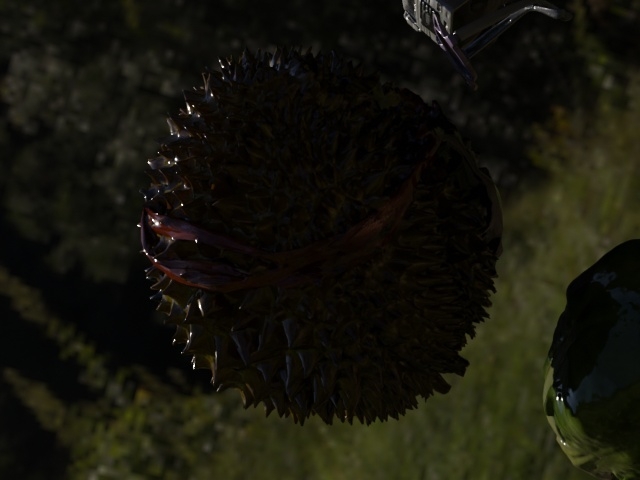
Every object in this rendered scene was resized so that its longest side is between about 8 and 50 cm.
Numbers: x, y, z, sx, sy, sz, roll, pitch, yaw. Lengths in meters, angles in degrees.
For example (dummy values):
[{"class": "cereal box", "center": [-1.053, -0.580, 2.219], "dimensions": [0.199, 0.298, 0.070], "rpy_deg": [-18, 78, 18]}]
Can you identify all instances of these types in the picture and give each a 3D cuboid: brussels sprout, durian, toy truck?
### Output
[{"class": "brussels sprout", "center": [0.308, 0.120, 1.805], "dimensions": [0.271, 0.210, 0.219], "rpy_deg": [126, 161, -47]}, {"class": "durian", "center": [0.002, -0.003, 1.798], "dimensions": [0.348, 0.384, 0.347], "rpy_deg": [-37, 11, 8]}, {"class": "toy truck", "center": [0.197, -0.317, 2.131], "dimensions": [0.242, 0.125, 0.101], "rpy_deg": [-39, -26, -19]}]

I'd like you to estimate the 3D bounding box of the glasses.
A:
[{"class": "glasses", "center": [0.147, -0.177, 1.566], "dimensions": [0.104, 0.062, 0.140], "rpy_deg": [-36, -5, 5]}]
